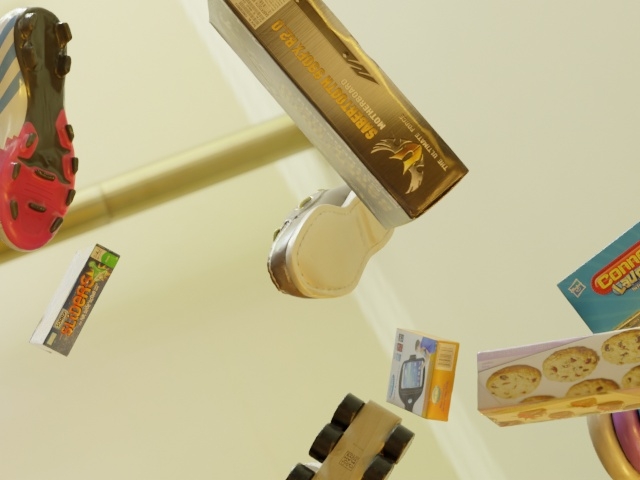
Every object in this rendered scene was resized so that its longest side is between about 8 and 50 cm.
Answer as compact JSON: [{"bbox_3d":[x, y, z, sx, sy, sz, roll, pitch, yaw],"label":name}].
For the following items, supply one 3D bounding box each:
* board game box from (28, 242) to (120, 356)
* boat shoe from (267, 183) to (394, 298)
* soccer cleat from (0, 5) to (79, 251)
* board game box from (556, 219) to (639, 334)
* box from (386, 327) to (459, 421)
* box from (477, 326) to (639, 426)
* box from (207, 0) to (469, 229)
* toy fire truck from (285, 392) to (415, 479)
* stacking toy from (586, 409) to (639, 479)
[{"bbox_3d":[-0.304,0.075,1.820,0.035,0.136,0.201,29,-11,-12],"label":"board game box"},{"bbox_3d":[0.000,0.000,1.866,0.324,0.097,0.116,-44,119,-62],"label":"boat shoe"},{"bbox_3d":[-0.390,-0.139,1.916,0.143,0.116,0.331,-13,-111,42],"label":"soccer cleat"},{"bbox_3d":[0.461,0.008,1.812,0.086,0.302,0.308,54,12,17],"label":"board game box"},{"bbox_3d":[0.101,0.136,1.529,0.136,0.028,0.081,-173,-89,-71],"label":"box"},{"bbox_3d":[0.306,0.120,1.400,0.063,0.324,0.067,39,47,-53],"label":"box"},{"bbox_3d":[0.006,-0.114,1.127,0.231,0.056,0.183,50,-5,-2],"label":"box"},{"bbox_3d":[0.010,0.365,2.211,0.158,0.217,0.246,30,-34,12],"label":"toy fire truck"},{"bbox_3d":[0.503,0.198,1.829,0.141,0.330,0.141,39,39,-40],"label":"stacking toy"}]
